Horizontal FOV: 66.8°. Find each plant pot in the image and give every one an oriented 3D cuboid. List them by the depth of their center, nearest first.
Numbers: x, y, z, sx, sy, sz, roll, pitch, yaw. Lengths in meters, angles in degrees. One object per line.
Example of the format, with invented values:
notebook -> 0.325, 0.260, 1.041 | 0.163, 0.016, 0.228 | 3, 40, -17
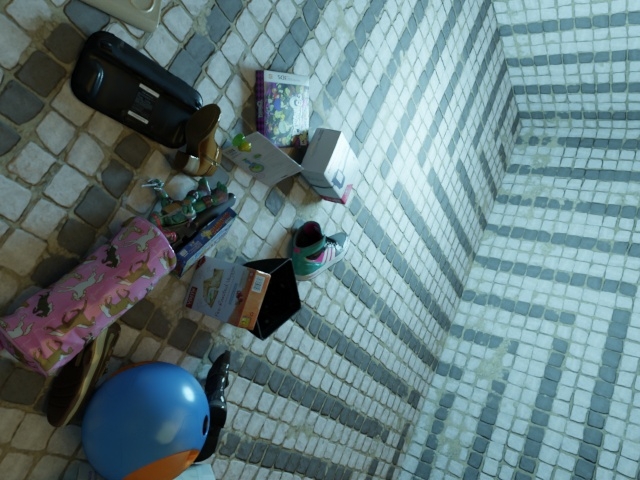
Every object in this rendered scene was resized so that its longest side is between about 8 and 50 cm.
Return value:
plant pot -> -0.193, 0.162, 1.484 | 0.188, 0.167, 0.187 | -37, 127, -43

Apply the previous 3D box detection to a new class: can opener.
can opener -> -0.349, -0.044, 1.323 | 0.283, 0.076, 0.095 | -43, 163, -39

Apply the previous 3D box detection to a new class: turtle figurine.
turtle figurine -> -0.355, -0.090, 1.216 | 0.234, 0.175, 0.118 | -32, 146, -44

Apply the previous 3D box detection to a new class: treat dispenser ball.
treat dispenser ball -> -0.413, 0.435, 1.163 | 0.288, 0.288, 0.288 | -18, 114, -50

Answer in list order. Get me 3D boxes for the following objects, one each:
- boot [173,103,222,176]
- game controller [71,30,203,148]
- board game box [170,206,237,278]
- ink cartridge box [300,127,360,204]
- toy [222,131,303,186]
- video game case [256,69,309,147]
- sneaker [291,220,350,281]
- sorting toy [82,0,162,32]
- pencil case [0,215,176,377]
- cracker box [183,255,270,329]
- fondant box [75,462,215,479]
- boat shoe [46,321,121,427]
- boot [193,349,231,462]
boot -> -0.295, -0.257, 1.276 | 0.197, 0.073, 0.152 | -55, 165, 9
game controller -> -0.420, -0.344, 1.151 | 0.319, 0.067, 0.166 | 26, 93, -52
board game box -> -0.317, 0.007, 1.316 | 0.035, 0.136, 0.201 | 42, 57, -2
ink cartridge box -> 0.040, -0.257, 1.704 | 0.172, 0.100, 0.237 | -69, 153, -13
toy -> -0.173, -0.255, 1.457 | 0.237, 0.137, 0.056 | 29, 44, -54
video game case -> -0.116, -0.410, 1.536 | 0.210, 0.042, 0.232 | -14, 110, -49
sneaker -> 0.000, 0.000, 1.742 | 0.295, 0.124, 0.178 | -38, 137, -40
sorting toy -> -0.434, -0.599, 1.075 | 0.193, 0.038, 0.208 | 8, 97, -53
pencil case -> -0.502, 0.114, 1.061 | 0.386, 0.167, 0.160 | -48, 113, -34
cracker box -> -0.261, 0.138, 1.331 | 0.067, 0.232, 0.155 | 27, 77, -51
fondant box -> -0.411, 0.631, 1.152 | 0.330, 0.238, 0.096 | 11, 90, -23
boat shoe -> -0.537, 0.306, 1.131 | 0.095, 0.095, 0.257 | 39, 68, -57
boot -> -0.319, 0.475, 1.396 | 0.091, 0.229, 0.263 | 26, 110, -17
